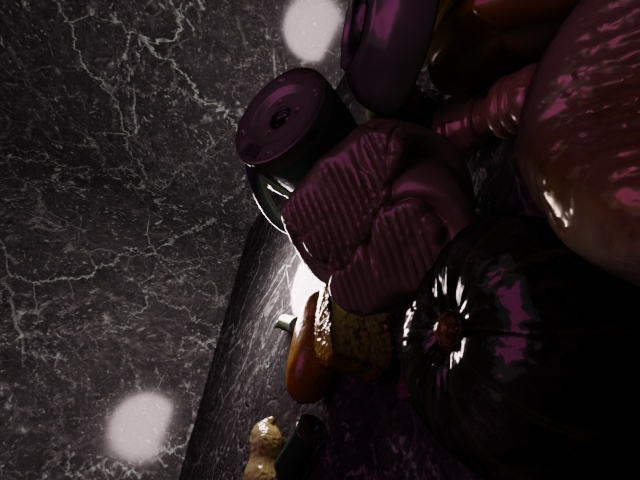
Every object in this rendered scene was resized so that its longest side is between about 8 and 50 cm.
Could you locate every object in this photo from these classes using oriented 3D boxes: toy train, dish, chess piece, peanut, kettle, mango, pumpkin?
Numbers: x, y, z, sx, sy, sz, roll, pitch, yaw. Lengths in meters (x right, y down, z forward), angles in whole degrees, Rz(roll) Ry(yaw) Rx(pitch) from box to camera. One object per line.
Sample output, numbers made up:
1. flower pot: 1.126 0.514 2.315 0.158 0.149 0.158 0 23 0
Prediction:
1. toy train: 0.216 -0.299 1.021 0.131 0.202 0.300 -54 23 42
2. dish: 0.108 -0.425 0.833 0.324 0.124 0.324 -174 90 -77
3. chess piece: 0.345 -0.247 0.752 0.139 0.124 0.307 -38 11 -22
4. peanut: -0.156 0.603 1.136 0.117 0.101 0.263 -37 28 21
5. kettle: -0.022 -0.168 0.994 0.319 0.342 0.247 -52 47 1
6. mango: -0.016 0.284 1.107 0.177 0.120 0.295 125 163 -55
7. pumpkin: 0.223 0.118 0.478 0.300 0.207 0.300 -172 90 -73

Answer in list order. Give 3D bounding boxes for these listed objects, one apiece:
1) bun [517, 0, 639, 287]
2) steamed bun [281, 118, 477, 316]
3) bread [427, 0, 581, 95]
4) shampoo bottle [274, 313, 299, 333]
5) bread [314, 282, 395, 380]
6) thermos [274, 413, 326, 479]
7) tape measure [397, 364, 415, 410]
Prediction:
1. bun: 0.349 -0.095 0.302 0.365 0.219 0.365 -24 49 31
2. steamed bun: 0.129 -0.038 0.818 0.367 0.255 0.342 -29 80 34
3. bread: 0.369 -0.451 0.804 0.424 0.329 0.245 -13 96 68
4. shampoo bottle: -0.113 0.295 1.467 0.204 0.065 0.065 -16 52 68
5. bread: 0.063 0.203 0.920 0.261 0.160 0.147 -97 28 -48
6. thermos: -0.054 0.519 1.009 0.188 0.083 0.073 -62 -4 19
7. tape measure: 0.182 0.211 0.682 0.118 0.074 0.125 -43 31 51
